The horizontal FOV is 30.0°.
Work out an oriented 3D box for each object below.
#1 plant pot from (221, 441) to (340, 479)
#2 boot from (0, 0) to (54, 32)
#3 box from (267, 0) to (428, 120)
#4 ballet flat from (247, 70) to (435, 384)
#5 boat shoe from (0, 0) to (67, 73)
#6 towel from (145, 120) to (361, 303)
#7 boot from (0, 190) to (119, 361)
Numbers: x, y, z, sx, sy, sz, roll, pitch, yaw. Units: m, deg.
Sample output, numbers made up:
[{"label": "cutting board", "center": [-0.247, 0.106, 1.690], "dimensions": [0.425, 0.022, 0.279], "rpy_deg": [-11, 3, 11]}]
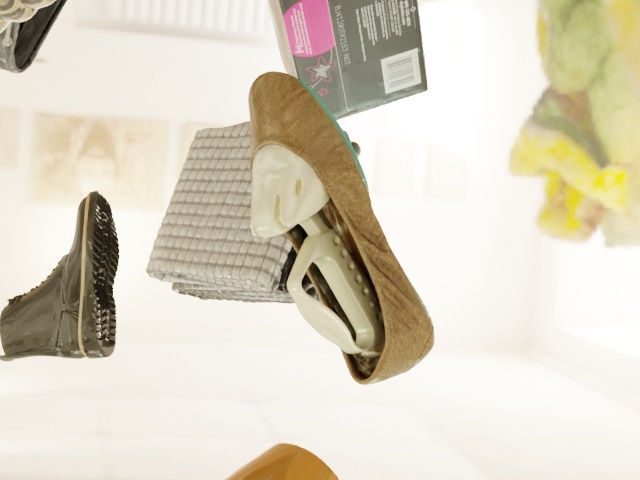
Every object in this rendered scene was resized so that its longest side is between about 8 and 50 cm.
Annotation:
[{"label": "plant pot", "center": [-0.069, 0.358, 1.473], "dimensions": [0.205, 0.205, 0.188], "rpy_deg": [7, -141, 38]}, {"label": "boot", "center": [-0.329, -0.161, 0.621], "dimensions": [0.284, 0.138, 0.377], "rpy_deg": [-30, 150, 5]}, {"label": "box", "center": [0.024, -0.283, 1.394], "dimensions": [0.163, 0.142, 0.247], "rpy_deg": [-18, 140, -3]}, {"label": "ballet flat", "center": [0.000, 0.000, 1.200], "dimensions": [0.116, 0.342, 0.124], "rpy_deg": [-11, -159, 46]}, {"label": "boat shoe", "center": [-0.312, -0.333, 1.380], "dimensions": [0.102, 0.301, 0.108], "rpy_deg": [22, 170, 24]}, {"label": "towel", "center": [-0.083, -0.035, 1.563], "dimensions": [0.283, 0.235, 0.121], "rpy_deg": [2, 155, 47]}, {"label": "boot", "center": [-0.311, 0.043, 1.391], "dimensions": [0.137, 0.198, 0.077], "rpy_deg": [-7, 157, 15]}]
